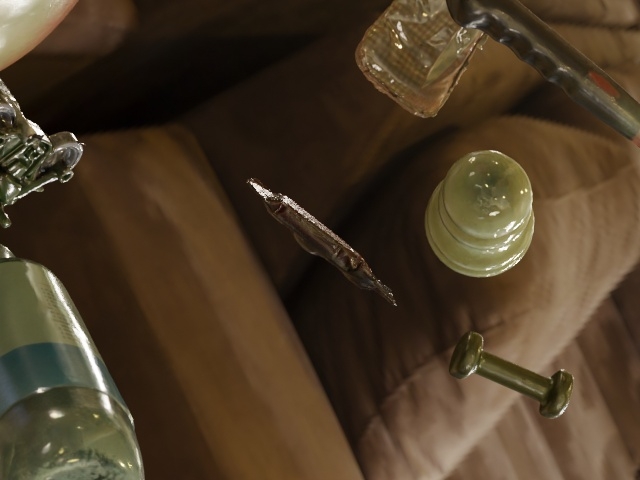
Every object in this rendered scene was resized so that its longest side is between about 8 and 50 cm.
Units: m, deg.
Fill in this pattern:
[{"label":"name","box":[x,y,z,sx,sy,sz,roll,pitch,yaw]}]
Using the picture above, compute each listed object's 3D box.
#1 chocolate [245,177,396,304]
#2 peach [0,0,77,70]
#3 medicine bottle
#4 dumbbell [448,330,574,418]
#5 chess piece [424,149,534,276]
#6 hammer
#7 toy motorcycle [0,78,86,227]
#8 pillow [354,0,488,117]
[{"label":"chocolate","box":[0.000,0.000,1.393,0.182,0.028,0.086,37,6,-5]},{"label":"peach","box":[-0.222,-0.205,0.727,0.247,0.292,0.292,10,53,-46]},{"label":"medicine bottle","box":[-0.110,0.058,0.526,0.208,0.054,0.090,-133,-133,-58]},{"label":"dumbbell","box":[0.181,0.128,1.390,0.052,0.118,0.046,120,-7,-70]},{"label":"chess piece","box":[0.198,-0.041,1.799,0.251,0.144,0.144,65,2,-80]},{"label":"hammer","box":[0.197,-0.076,0.925,0.288,0.111,0.033,36,-22,-5]},{"label":"toy motorcycle","box":[-0.392,-0.143,1.639,0.205,0.127,0.275,50,4,19]},{"label":"pillow","box":[0.136,-0.249,1.658,0.135,0.211,0.034,33,0,-27]}]
